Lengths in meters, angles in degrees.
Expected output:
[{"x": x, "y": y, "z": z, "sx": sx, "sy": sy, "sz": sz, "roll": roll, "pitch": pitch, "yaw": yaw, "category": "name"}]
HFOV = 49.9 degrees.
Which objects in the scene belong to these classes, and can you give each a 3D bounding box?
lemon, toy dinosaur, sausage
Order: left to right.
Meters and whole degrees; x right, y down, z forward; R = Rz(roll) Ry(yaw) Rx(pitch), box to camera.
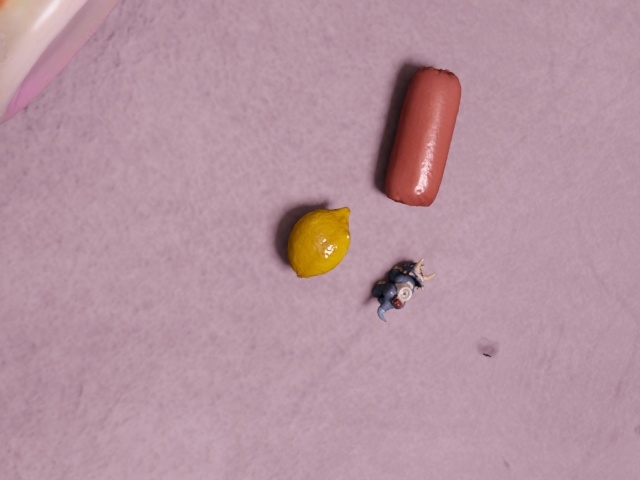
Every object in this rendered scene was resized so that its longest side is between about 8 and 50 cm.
[{"x": 0.000, "y": 0.000, "z": 0.737, "sx": 0.065, "sy": 0.065, "sz": 0.092, "roll": 37, "pitch": 91, "yaw": -18, "category": "lemon"}, {"x": 0.091, "y": 0.055, "z": 0.782, "sx": 0.083, "sy": 0.047, "sz": 0.030, "roll": -43, "pitch": 109, "yaw": -9, "category": "toy dinosaur"}, {"x": 0.114, "y": -0.114, "z": 0.758, "sx": 0.062, "sy": 0.062, "sz": 0.154, "roll": 12, "pitch": 94, "yaw": -18, "category": "sausage"}]

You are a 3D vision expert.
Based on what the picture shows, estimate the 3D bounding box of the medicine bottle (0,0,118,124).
[{"x": -0.345, "y": -0.284, "z": 0.512, "sx": 0.388, "sy": 0.219, "sz": 0.219, "roll": 39, "pitch": 85, "yaw": -17, "category": "medicine bottle"}]
